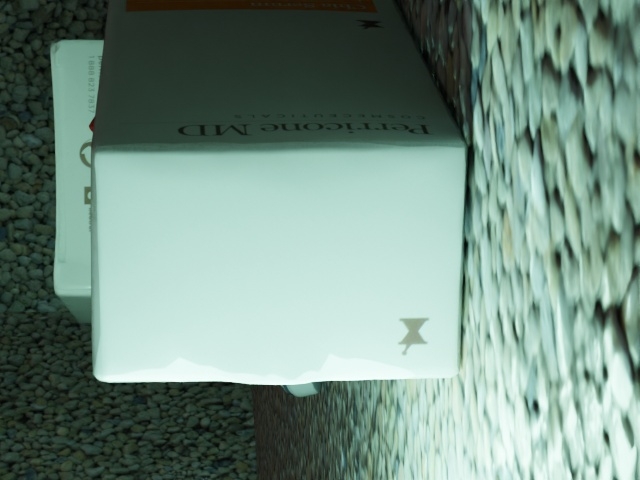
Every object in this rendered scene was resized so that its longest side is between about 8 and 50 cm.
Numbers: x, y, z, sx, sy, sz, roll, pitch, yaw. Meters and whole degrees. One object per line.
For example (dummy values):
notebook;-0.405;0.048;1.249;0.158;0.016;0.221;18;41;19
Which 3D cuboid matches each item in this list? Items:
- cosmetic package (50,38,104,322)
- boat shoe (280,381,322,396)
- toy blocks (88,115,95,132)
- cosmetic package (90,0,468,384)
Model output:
cosmetic package;-0.182;-0.067;2.386;0.393;0.327;0.329;112;157;-81
boat shoe;-0.115;0.045;2.061;0.136;0.156;0.367;-84;-23;-50
toy blocks;-0.114;-0.201;1.923;0.190;0.261;0.381;95;173;-53
cosmetic package;-0.043;-0.066;1.271;0.453;0.230;0.161;-104;15;-67
